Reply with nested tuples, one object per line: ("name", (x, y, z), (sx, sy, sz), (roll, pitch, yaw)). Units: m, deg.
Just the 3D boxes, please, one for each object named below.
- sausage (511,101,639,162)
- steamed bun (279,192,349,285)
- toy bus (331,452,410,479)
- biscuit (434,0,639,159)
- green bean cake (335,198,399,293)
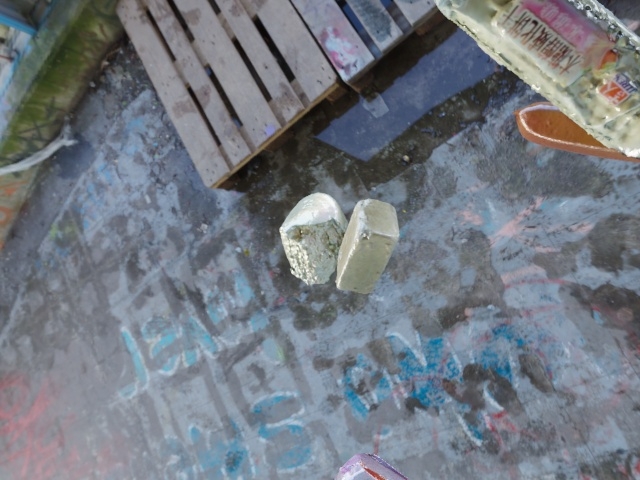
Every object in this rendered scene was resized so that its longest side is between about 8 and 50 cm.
("sausage", (0.512, -0.187, 0.707), (0.349, 0.097, 0.093), (19, 104, 37))
("steamed bun", (0.000, 0.000, 1.053), (0.171, 0.225, 0.200), (22, 69, 24))
("toy bus", (0.172, 0.664, 1.009), (0.303, 0.127, 0.147), (33, 90, 8))
("biscuit", (0.217, -0.179, 0.369), (0.309, 0.186, 0.079), (30, 130, -14))
("green bean cake", (0.091, 0.015, 0.822), (0.085, 0.109, 0.179), (13, 134, -5))
